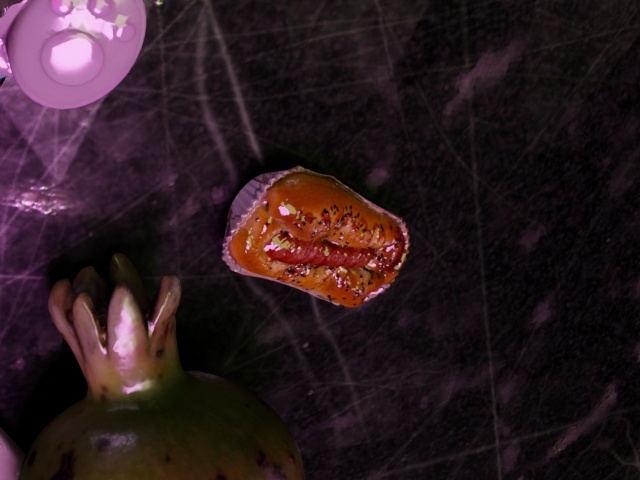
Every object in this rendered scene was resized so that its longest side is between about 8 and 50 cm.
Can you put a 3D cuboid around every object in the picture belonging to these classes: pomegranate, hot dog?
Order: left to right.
[{"bbox_3d":[-0.141,0.180,0.935,0.242,0.242,0.306,-32,125,-11],"label":"pomegranate"},{"bbox_3d":[0.000,0.000,1.020,0.191,0.059,0.108,21,111,-44],"label":"hot dog"}]

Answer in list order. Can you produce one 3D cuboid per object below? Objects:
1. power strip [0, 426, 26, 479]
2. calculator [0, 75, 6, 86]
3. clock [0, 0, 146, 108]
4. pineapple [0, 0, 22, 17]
[{"bbox_3d":[-0.279,0.200,0.983,0.081,0.035,0.192,-34,133,-9],"label":"power strip"},{"bbox_3d":[-0.270,-0.075,0.810,0.094,0.019,0.141,21,107,-44],"label":"calculator"},{"bbox_3d":[-0.206,-0.247,0.631,0.295,0.113,0.322,11,120,-24],"label":"clock"},{"bbox_3d":[-0.228,-0.115,0.585,0.237,0.111,0.119,-45,156,9],"label":"pineapple"}]
